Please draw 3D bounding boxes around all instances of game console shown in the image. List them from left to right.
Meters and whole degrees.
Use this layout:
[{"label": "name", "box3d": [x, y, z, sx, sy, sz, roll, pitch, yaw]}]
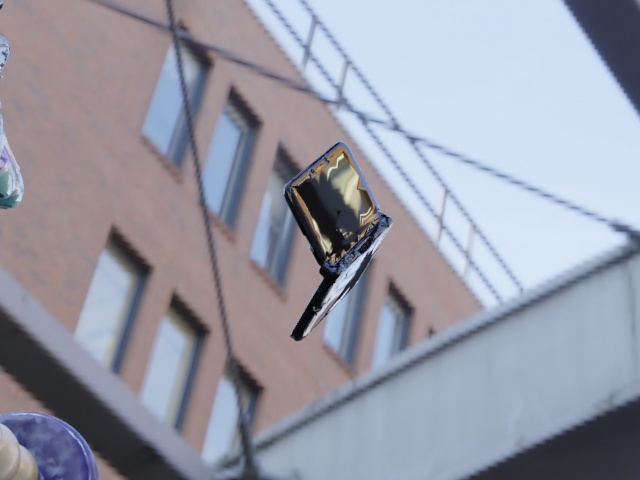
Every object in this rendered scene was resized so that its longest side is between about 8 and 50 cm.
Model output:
[{"label": "game console", "box3d": [0.000, 0.000, 1.297, 0.071, 0.122, 0.107, 35, -60, 8]}]

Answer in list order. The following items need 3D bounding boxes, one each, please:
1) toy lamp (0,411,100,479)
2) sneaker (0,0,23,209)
[{"label": "toy lamp", "box3d": [-0.151, 0.079, 0.707, 0.080, 0.080, 0.274, -1, -28, 12]}, {"label": "sneaker", "box3d": [-0.124, -0.053, 0.615, 0.038, 0.069, 0.098, 9, -15, 6]}]
